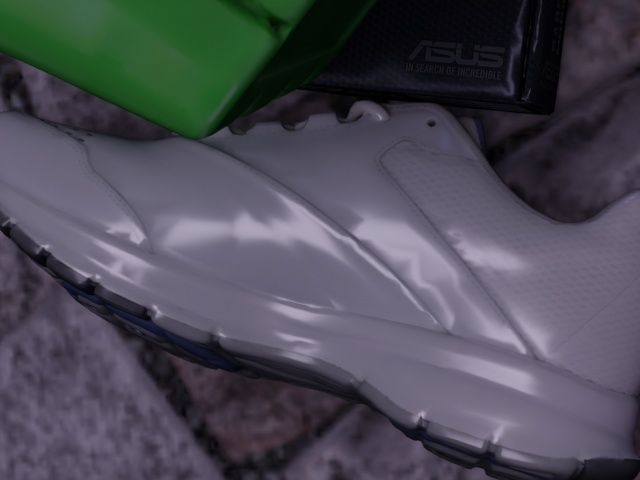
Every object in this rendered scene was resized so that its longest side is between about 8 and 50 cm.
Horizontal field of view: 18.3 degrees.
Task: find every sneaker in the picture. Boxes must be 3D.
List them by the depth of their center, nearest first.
[{"bbox_3d":[0.000,0.000,0.794,0.297,0.111,0.129,19,83,10],"label":"sneaker"}]

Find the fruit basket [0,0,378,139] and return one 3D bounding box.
[{"bbox_3d":[-0.094,-0.230,0.612,0.392,0.392,0.283,41,100,14],"label":"fruit basket"}]

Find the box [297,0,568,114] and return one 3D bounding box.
[{"bbox_3d":[-0.010,-0.153,0.807,0.233,0.059,0.183,8,91,18],"label":"box"}]
